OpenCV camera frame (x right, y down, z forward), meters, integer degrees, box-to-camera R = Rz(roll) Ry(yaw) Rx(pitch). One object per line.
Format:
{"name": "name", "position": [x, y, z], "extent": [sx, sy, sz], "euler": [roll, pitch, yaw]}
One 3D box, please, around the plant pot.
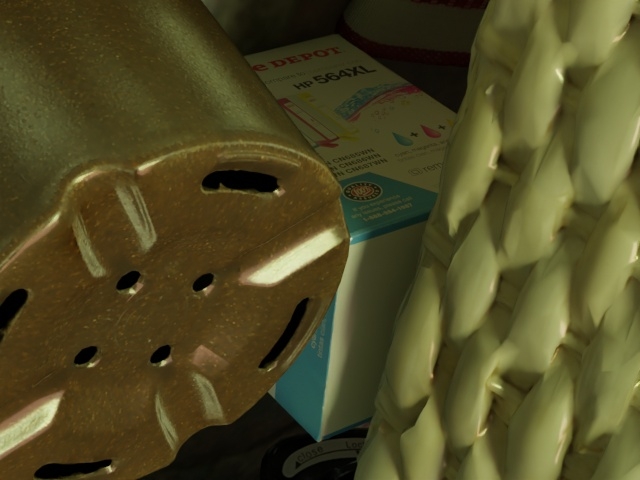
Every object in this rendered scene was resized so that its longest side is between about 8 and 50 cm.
{"name": "plant pot", "position": [-0.086, -0.027, 0.409], "extent": [0.167, 0.165, 0.167], "euler": [-27, 144, -22]}

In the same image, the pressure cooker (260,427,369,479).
{"name": "pressure cooker", "position": [0.023, 0.314, 0.651], "extent": [0.375, 0.370, 0.420], "euler": [-47, 177, -33]}

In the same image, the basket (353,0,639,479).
{"name": "basket", "position": [0.209, 0.059, 0.428], "extent": [0.266, 0.328, 0.331], "euler": [-18, 135, -37]}

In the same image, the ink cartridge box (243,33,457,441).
{"name": "ink cartridge box", "position": [-0.002, -0.011, 0.538], "extent": [0.092, 0.143, 0.090], "euler": [-18, 131, -33]}

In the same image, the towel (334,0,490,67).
{"name": "towel", "position": [0.173, -0.174, 0.517], "extent": [0.237, 0.037, 0.329], "euler": [3, 141, -29]}
